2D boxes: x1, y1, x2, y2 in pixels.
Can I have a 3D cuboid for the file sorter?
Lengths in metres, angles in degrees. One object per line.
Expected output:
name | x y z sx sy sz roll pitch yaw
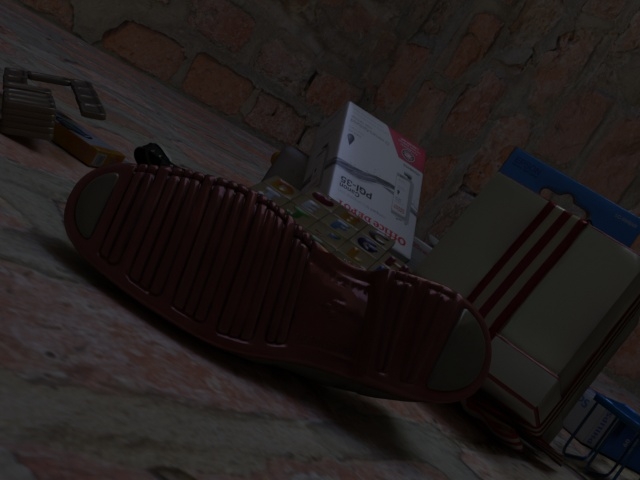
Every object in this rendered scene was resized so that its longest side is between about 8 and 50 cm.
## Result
file sorter | 0.445 0.312 1.204 0.170 0.104 0.118 38 9 39

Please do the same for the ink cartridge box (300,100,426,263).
ink cartridge box | 0.080 -0.091 1.644 0.207 0.117 0.283 30 49 -22

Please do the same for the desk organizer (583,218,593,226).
desk organizer | 0.359 0.017 1.181 0.130 0.047 0.050 35 42 -63

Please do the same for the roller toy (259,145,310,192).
roller toy | -0.023 -0.103 1.797 0.191 0.146 0.209 32 6 -15

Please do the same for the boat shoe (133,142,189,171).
boat shoe | -0.224 -0.095 1.265 0.042 0.049 0.133 -19 54 -46

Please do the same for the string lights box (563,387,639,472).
string lights box | 0.524 0.335 1.521 0.259 0.077 0.133 30 7 -27

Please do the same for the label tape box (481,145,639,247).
label tape box | 0.305 0.062 1.325 0.240 0.334 0.106 37 0 28

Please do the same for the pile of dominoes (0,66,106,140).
pile of dominoes | -0.381 -0.178 1.090 0.195 0.040 0.251 7 16 -22

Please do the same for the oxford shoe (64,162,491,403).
oxford shoe | -0.047 0.060 0.789 0.397 0.141 0.146 27 -23 -11

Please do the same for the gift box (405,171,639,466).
gift box | 0.255 0.119 1.108 0.255 0.258 0.276 35 -13 33

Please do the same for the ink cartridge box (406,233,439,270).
ink cartridge box | 0.197 0.069 1.606 0.090 0.143 0.092 28 9 -35

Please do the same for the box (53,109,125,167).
box | -0.333 -0.141 1.144 0.136 0.028 0.081 32 6 12

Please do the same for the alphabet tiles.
alphabet tiles | 0.000 0.000 1.333 0.285 0.011 0.342 35 24 9
